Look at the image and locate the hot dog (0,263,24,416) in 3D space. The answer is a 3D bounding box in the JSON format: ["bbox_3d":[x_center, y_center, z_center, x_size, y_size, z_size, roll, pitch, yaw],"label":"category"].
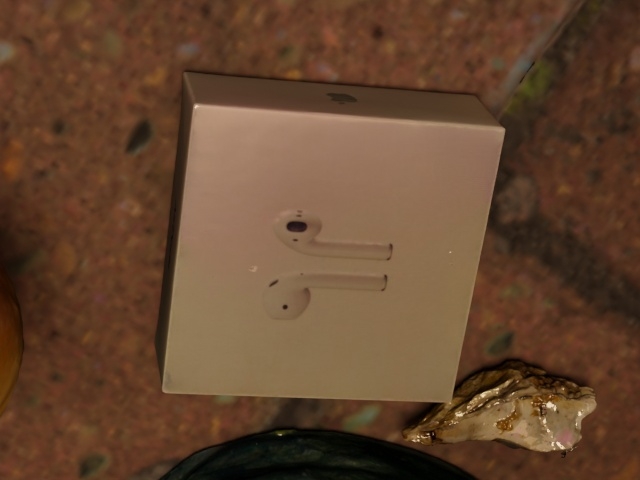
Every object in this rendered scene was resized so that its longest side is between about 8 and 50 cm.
[{"bbox_3d":[-0.261,-0.015,0.421,0.185,0.223,0.405,-38,116,6],"label":"hot dog"}]

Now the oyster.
[{"bbox_3d":[0.086,0.079,0.697,0.093,0.034,0.051,9,128,-27],"label":"oyster"}]

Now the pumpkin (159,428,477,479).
[{"bbox_3d":[-0.014,0.248,0.660,0.263,0.197,0.293,35,100,-20],"label":"pumpkin"}]

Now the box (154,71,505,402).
[{"bbox_3d":[0.000,0.000,0.632,0.129,0.051,0.130,3,112,-13],"label":"box"}]
